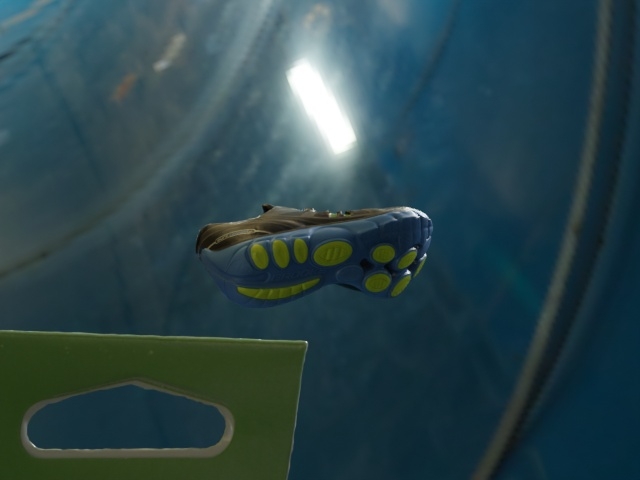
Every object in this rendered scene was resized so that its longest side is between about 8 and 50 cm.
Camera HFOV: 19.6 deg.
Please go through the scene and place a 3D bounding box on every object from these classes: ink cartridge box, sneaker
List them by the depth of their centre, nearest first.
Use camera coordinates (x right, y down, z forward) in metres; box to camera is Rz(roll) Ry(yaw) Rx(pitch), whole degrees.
[{"bbox_3d":[-0.078,0.121,0.523,0.109,0.209,0.062,5,-172,-32],"label":"ink cartridge box"},{"bbox_3d":[0.000,0.000,1.229,0.188,0.067,0.078,-5,-150,-38],"label":"sneaker"}]
